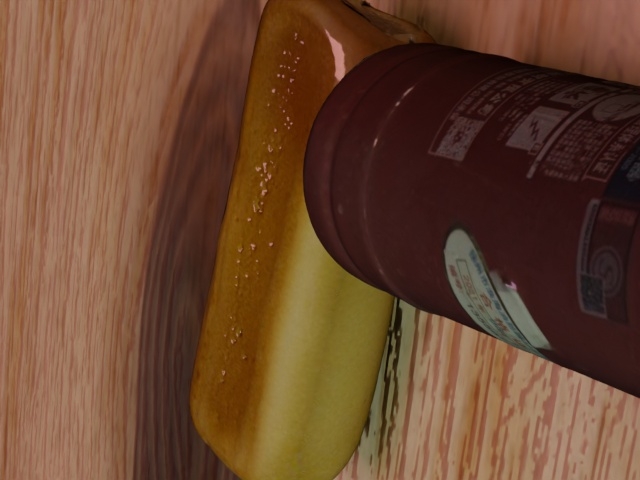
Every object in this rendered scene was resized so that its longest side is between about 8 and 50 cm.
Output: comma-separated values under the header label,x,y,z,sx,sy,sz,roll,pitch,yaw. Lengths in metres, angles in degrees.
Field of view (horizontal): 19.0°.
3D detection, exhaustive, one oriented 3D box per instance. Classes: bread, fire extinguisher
label,x,y,z,sx,sy,sz,roll,pitch,yaw
bread,0.000,0.000,0.860,0.092,0.074,0.239,43,130,43
fire extinguisher,0.104,0.007,0.614,0.344,0.138,0.102,23,117,58
